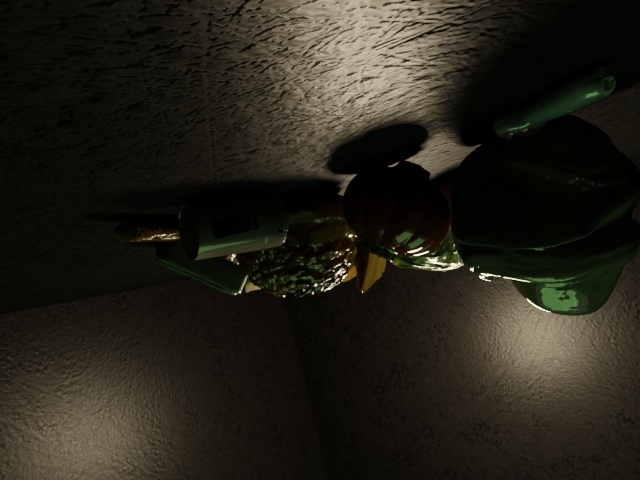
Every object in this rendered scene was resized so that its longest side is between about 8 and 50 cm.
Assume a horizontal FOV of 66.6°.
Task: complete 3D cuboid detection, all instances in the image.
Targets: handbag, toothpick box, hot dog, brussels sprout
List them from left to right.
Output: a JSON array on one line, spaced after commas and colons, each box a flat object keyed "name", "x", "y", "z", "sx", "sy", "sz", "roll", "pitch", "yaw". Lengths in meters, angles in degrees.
[{"name": "hot dog", "x": -0.315, "y": -0.022, "z": 0.949, "sx": 0.066, "sy": 0.047, "sz": 0.215, "roll": 0, "pitch": -178, "yaw": 23}, {"name": "handbag", "x": -0.323, "y": 0.072, "z": 1.302, "sx": 0.256, "sy": 0.079, "sz": 0.219, "roll": 26, "pitch": 166, "yaw": -16}, {"name": "toothpick box", "x": -0.163, "y": -0.029, "z": 0.920, "sx": 0.180, "sy": 0.111, "sz": 0.111, "roll": -10, "pitch": 175, "yaw": -34}, {"name": "handbag", "x": 0.189, "y": 0.025, "z": 1.892, "sx": 0.133, "sy": 0.283, "sz": 0.401, "roll": 22, "pitch": -169, "yaw": 15}, {"name": "brussels sprout", "x": 0.351, "y": -0.023, "z": 1.662, "sx": 0.327, "sy": 0.247, "sz": 0.328, "roll": 18, "pitch": 163, "yaw": 6}]

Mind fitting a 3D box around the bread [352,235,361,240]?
[{"name": "bread", "x": 0.098, "y": -0.052, "z": 1.526, "sx": 0.192, "sy": 0.110, "sz": 0.209, "roll": -15, "pitch": 176, "yaw": 35}]

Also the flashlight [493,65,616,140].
[{"name": "flashlight", "x": 0.349, "y": -0.200, "z": 0.736, "sx": 0.093, "sy": 0.048, "sz": 0.200, "roll": -13, "pitch": 177, "yaw": -22}]

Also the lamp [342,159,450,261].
[{"name": "lamp", "x": 0.152, "y": -0.059, "z": 0.981, "sx": 0.223, "sy": 0.197, "sz": 0.223, "roll": 24, "pitch": -177, "yaw": -1}]

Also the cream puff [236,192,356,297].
[{"name": "cream puff", "x": -0.043, "y": 0.020, "z": 1.189, "sx": 0.327, "sy": 0.231, "sz": 0.342, "roll": -6, "pitch": 172, "yaw": -43}]

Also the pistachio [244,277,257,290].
[{"name": "pistachio", "x": -0.251, "y": 0.089, "z": 1.819, "sx": 0.193, "sy": 0.214, "sz": 0.318, "roll": 24, "pitch": 177, "yaw": 0}]

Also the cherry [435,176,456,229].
[{"name": "cherry", "x": 0.450, "y": -0.096, "z": 1.428, "sx": 0.239, "sy": 0.206, "sz": 0.239, "roll": -21, "pitch": -174, "yaw": 2}]

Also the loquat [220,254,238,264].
[{"name": "loquat", "x": -0.270, "y": 0.031, "z": 1.421, "sx": 0.137, "sy": 0.113, "sz": 0.137, "roll": -23, "pitch": 168, "yaw": -5}]

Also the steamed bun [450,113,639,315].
[{"name": "steamed bun", "x": 0.423, "y": -0.078, "z": 0.889, "sx": 0.342, "sy": 0.368, "sz": 0.255, "roll": 13, "pitch": 145, "yaw": -9}]
